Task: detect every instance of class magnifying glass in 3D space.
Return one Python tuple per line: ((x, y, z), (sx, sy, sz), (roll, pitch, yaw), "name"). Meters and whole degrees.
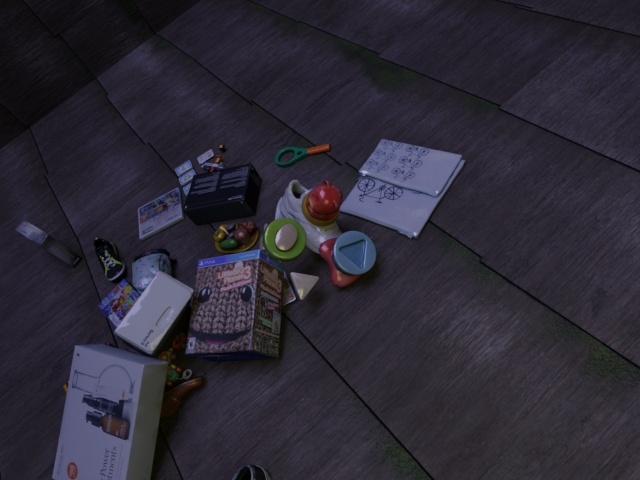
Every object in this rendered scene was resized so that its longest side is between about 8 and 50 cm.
((-0.072, -0.340, 1.748), (0.231, 0.026, 0.092), (-11, 53, 19), "magnifying glass")

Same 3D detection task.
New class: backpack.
((-0.603, 0.125, 1.593), (0.152, 0.115, 0.182), (-22, 54, 5), "backpack")

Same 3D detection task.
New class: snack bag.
((0.257, -0.186, 1.484), (0.323, 0.037, 0.342), (23, 69, 34), "snack bag")

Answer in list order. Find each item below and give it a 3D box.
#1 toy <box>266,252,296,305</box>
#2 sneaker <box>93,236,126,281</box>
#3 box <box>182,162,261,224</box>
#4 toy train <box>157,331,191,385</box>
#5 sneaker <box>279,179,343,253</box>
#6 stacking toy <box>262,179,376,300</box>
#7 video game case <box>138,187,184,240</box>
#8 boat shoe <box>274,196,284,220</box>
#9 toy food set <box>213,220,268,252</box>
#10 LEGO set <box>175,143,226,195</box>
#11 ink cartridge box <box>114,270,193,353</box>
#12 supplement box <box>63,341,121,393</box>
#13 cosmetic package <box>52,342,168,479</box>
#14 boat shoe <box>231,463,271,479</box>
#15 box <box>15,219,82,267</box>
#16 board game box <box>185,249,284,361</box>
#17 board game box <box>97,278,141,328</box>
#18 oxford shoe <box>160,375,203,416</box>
((-0.181, 0.125, 1.444), (0.137, 0.056, 0.237), (-29, 50, 1), "toy")
((-0.842, 0.070, 1.747), (0.084, 0.097, 0.235), (-41, 51, -7), "sneaker")
((-0.373, -0.176, 1.712), (0.261, 0.103, 0.184), (-8, 51, 18), "box")
((-0.458, 0.366, 1.396), (0.125, 0.046, 0.166), (-29, 46, 5), "toy train")
((-0.019, -0.070, 1.421), (0.114, 0.152, 0.305), (-29, 62, -37), "sneaker")
((0.000, 0.000, 1.289), (0.279, 0.130, 0.309), (-30, 85, -20), "stacking toy")
((-0.661, -0.111, 1.845), (0.201, 0.023, 0.183), (-27, 51, 6), "video game case")
((-0.115, -0.054, 1.539), (0.081, 0.079, 0.227), (3, 55, 2), "boat shoe")
((-0.295, -0.026, 1.591), (0.218, 0.071, 0.128), (-4, 56, 21), "toy food set")
((-0.504, -0.322, 1.904), (0.244, 0.060, 0.182), (-32, 54, 0), "LEGO set")
((-0.495, 0.234, 1.351), (0.121, 0.289, 0.211), (32, 65, -7), "ink cartridge box")
((-0.713, 0.440, 1.440), (0.188, 0.081, 0.104), (-47, 51, -12), "supplement box")
((-0.586, 0.501, 1.241), (0.284, 0.097, 0.377), (4, 84, 29), "cosmetic package")
((-0.217, 0.680, 1.036), (0.113, 0.105, 0.306), (16, 65, 32), "boat shoe")
((-1.131, 0.013, 1.861), (0.231, 0.183, 0.056), (19, 66, 34), "box")
((-0.247, 0.198, 1.323), (0.232, 0.141, 0.291), (-11, 63, 24), "board game box")
((-0.704, 0.240, 1.607), (0.201, 0.035, 0.136), (31, 73, 37), "board game box")
((-0.432, 0.470, 1.318), (0.212, 0.076, 0.076), (-31, 80, -3), "oxford shoe")
